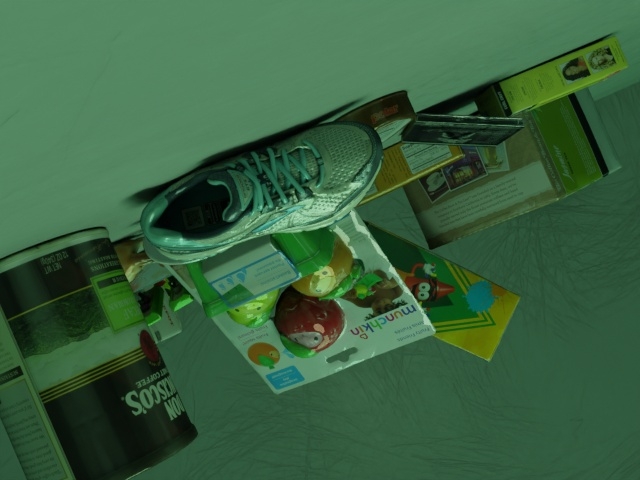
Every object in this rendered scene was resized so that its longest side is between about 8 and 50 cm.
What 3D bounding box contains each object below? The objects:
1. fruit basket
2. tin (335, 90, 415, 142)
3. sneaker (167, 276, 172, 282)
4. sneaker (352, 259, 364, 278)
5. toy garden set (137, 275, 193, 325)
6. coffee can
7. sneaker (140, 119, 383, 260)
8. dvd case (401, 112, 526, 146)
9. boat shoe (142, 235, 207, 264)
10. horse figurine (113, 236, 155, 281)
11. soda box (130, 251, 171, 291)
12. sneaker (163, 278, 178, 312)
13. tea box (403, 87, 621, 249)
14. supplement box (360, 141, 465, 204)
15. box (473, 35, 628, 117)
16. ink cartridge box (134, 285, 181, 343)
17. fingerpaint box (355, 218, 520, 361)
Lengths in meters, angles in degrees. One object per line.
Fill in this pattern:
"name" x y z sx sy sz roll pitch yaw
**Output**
"fruit basket" -0.039 0.089 1.399 0.327 0.353 0.165 -24 -157 22
"tin" 0.053 -0.136 1.092 0.106 0.040 0.189 -28 180 -16
"sneaker" -0.158 0.039 1.830 0.295 0.124 0.178 -10 178 9
"sneaker" 0.000 0.000 1.644 0.137 0.210 0.366 -24 179 16
"toy garden set" -0.237 0.040 1.627 0.244 0.049 0.204 -30 -156 7
"coffee can" -0.293 0.150 1.043 0.201 0.276 0.201 -24 179 0
"sneaker" -0.063 -0.049 0.947 0.282 0.110 0.122 -24 175 5
"dvd case" 0.221 -0.175 1.399 0.164 0.018 0.221 2 178 0
"boat shoe" -0.133 -0.032 1.182 0.228 0.080 0.076 -31 179 -16
"horse figurine" -0.310 0.047 1.284 0.263 0.066 0.174 -22 -175 21
"soda box" -0.291 0.043 1.540 0.183 0.058 0.063 -25 179 13
"sneaker" -0.344 0.129 1.978 0.123 0.109 0.295 -29 168 -43
"tea box" 0.389 -0.163 1.835 0.329 0.220 0.323 -25 178 44
"supplement box" 0.150 -0.141 1.644 0.233 0.080 0.078 -23 180 14
"box" 0.369 -0.254 1.408 0.232 0.058 0.087 -24 179 -13
"ink cartridge box" -0.374 0.139 1.666 0.092 0.159 0.218 -26 178 20
"fingerpaint box" 0.164 0.079 1.939 0.163 0.371 0.445 -65 -162 2
